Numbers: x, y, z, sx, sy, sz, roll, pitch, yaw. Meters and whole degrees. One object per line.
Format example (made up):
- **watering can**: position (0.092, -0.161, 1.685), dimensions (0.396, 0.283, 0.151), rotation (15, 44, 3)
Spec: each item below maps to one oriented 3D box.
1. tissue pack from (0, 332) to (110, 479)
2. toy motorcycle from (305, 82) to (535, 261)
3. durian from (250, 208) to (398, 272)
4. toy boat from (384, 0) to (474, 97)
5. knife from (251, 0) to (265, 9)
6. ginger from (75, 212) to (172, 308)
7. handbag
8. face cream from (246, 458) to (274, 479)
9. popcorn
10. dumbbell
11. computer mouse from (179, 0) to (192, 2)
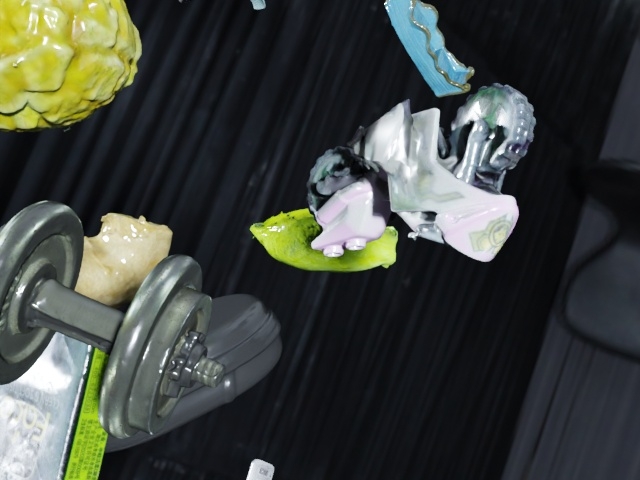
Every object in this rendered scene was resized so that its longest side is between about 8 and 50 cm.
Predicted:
- **tissue pack**: position (-0.302, 0.180, 1.193), dimensions (0.173, 0.236, 0.073), rotation (11, 175, 43)
- **toy motorcycle**: position (0.104, -0.049, 1.209), dimensions (0.143, 0.188, 0.327), rotation (13, 157, -43)
- **durian**: position (0.000, 0.000, 1.743), dimensions (0.250, 0.101, 0.139), rotation (3, 180, 8)
- **toy boat**: position (0.157, -0.290, 1.494), dimensions (0.077, 0.075, 0.185), rotation (-24, 113, 28)
- **knife**: position (-0.164, -0.493, 1.937), dimensions (0.028, 0.015, 0.210), rotation (-18, 133, 29)
- **ginger**: position (-0.360, 0.047, 1.729), dimensions (0.152, 0.267, 0.138), rotation (63, 170, -17)
- **handbag**: position (-0.194, 0.164, 1.357), dimensions (0.093, 0.308, 0.254), rotation (68, 166, -10)
- **face cream**: position (-0.092, 0.354, 1.521), dimensions (0.021, 0.083, 0.040), rotation (-7, 148, 46)
- **popcorn**: position (-0.379, -0.263, 1.369), dimensions (0.282, 0.282, 0.247), rotation (22, -175, -6)
- **dumbbell**: position (-0.227, 0.077, 1.055), dimensions (0.290, 0.192, 0.192), rotation (21, 170, 9)
- **computer mouse**: position (-0.179, -0.437, 1.627), dimensions (0.057, 0.120, 0.232), rotation (3, 175, -28)
